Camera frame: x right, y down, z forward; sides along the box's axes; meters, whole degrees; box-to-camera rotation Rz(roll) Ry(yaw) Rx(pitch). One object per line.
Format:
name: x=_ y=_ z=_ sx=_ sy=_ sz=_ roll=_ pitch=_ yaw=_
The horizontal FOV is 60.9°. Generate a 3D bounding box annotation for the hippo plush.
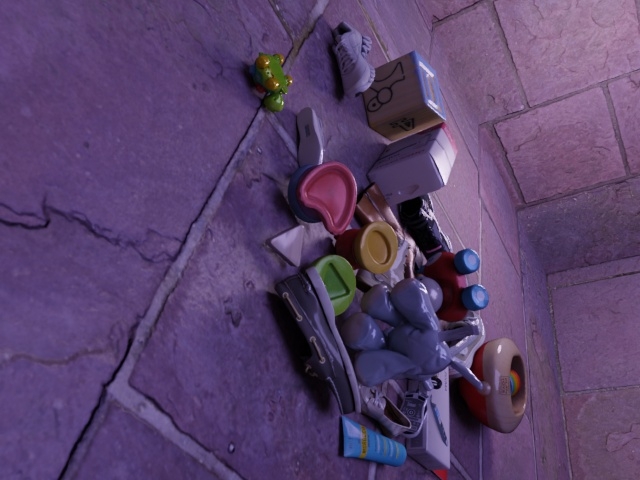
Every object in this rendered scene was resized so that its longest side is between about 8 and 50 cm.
hippo plush: x=0.207 y=0.219 z=1.239 sx=0.236 sy=0.294 sz=0.235 roll=48 pitch=41 yaw=-68

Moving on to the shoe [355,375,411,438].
shoe: x=0.138 y=0.376 z=1.242 sx=0.219 sy=0.058 sz=0.077 roll=53 pitch=35 yaw=-32

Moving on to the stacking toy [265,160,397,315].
stacking toy: x=0.000 y=0.000 z=1.204 sx=0.279 sy=0.130 sz=0.309 roll=-49 pitch=119 yaw=-27

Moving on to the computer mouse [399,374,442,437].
computer mouse: x=0.238 y=0.416 z=1.380 sx=0.193 sy=0.106 sz=0.042 roll=-62 pitch=149 yaw=-37

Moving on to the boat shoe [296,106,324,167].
boat shoe: x=-0.017 y=-0.228 z=1.291 sx=0.063 sy=0.066 sz=0.184 roll=29 pitch=42 yaw=-50

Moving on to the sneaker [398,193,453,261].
sneaker: x=0.329 y=-0.029 z=1.743 sx=0.147 sy=0.104 sz=0.296 roll=-1 pitch=71 yaw=-58

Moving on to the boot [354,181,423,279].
boot: x=0.176 y=0.008 z=1.466 sx=0.280 sy=0.096 sz=0.264 roll=56 pitch=41 yaw=-20

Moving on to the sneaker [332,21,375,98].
sneaker: x=0.084 y=-0.524 z=1.581 sx=0.118 sy=0.110 sz=0.292 roll=36 pitch=37 yaw=-37

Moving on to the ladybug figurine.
ladybug figurine: x=0.574 y=0.476 z=1.811 sx=0.449 sy=0.161 sz=0.305 roll=25 pitch=64 yaw=-56

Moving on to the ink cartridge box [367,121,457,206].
ink cartridge box: x=0.287 y=-0.234 z=1.657 sx=0.117 sy=0.207 sz=0.283 roll=62 pitch=31 yaw=-17

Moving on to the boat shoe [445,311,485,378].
boat shoe: x=0.447 y=0.310 z=1.752 sx=0.320 sy=0.118 sz=0.103 roll=-43 pitch=116 yaw=-50

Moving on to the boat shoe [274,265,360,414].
boat shoe: x=-0.001 y=0.206 z=1.060 sx=0.109 sy=0.091 sz=0.305 roll=-153 pitch=-137 yaw=-79

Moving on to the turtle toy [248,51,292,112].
turtle toy: x=-0.109 y=-0.343 z=1.179 sx=0.095 sy=0.066 sz=0.130 roll=-41 pitch=111 yaw=-59

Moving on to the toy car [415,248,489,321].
toy car: x=0.317 y=0.138 z=1.585 sx=0.237 sy=0.219 sz=0.210 roll=-1 pitch=74 yaw=-30

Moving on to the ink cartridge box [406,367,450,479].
ink cartridge box: x=0.323 y=0.479 z=1.500 sx=0.261 sy=0.066 sz=0.296 roll=47 pitch=39 yaw=-37

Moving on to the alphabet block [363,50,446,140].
alphabet block: x=0.265 y=-0.456 z=1.747 sx=0.193 sy=0.197 sz=0.193 roll=13 pitch=65 yaw=-57

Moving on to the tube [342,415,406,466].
tube: x=0.110 y=0.444 z=1.178 sx=0.207 sy=0.052 sz=0.080 roll=35 pitch=37 yaw=-40

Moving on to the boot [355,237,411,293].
boot: x=0.200 y=0.088 z=1.369 sx=0.213 sy=0.077 sz=0.165 roll=31 pitch=65 yaw=-11
